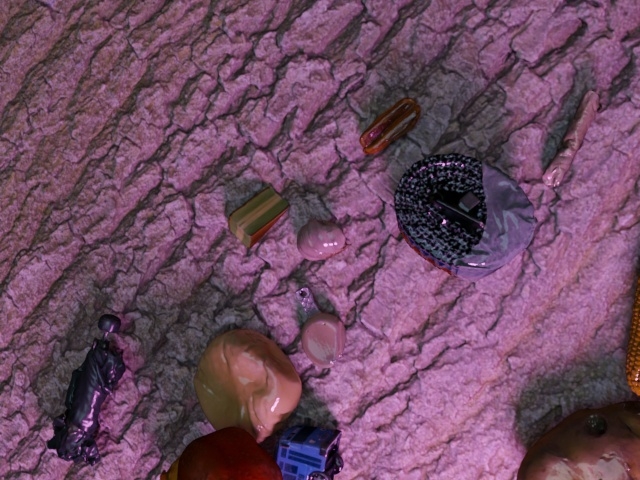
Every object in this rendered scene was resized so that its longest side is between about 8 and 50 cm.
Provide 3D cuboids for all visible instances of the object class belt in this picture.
[{"bbox_3d":[0.264,-0.045,1.162,0.258,0.150,0.207,30,89,12],"label":"belt"}]

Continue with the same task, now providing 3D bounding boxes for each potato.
[{"bbox_3d":[0.494,0.403,1.110,0.296,0.141,0.191,-40,69,9],"label":"potato"}]

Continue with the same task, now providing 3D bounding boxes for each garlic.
[{"bbox_3d":[-0.003,-0.003,1.273,0.113,0.074,0.094,-27,93,29],"label":"garlic"}]

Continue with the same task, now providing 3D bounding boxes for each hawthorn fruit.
[{"bbox_3d":[-0.160,0.475,1.160,0.253,0.205,0.205,33,101,49],"label":"hawthorn fruit"}]

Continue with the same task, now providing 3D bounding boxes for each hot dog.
[{"bbox_3d":[0.138,-0.226,1.249,0.144,0.038,0.062,-40,84,15],"label":"hot dog"}]

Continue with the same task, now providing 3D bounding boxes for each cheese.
[{"bbox_3d":[0.002,0.176,1.287,0.093,0.047,0.171,-7,88,14],"label":"cheese"},{"bbox_3d":[-0.160,0.304,1.305,0.226,0.117,0.214,42,105,16],"label":"cheese"}]

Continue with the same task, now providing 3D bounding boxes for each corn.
[{"bbox_3d":[0.597,0.144,1.097,0.102,0.101,0.310,6,86,15],"label":"corn"}]

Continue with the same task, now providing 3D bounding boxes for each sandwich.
[{"bbox_3d":[-0.131,-0.050,1.341,0.116,0.074,0.074,-39,79,-20],"label":"sandwich"}]

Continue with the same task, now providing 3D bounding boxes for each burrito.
[{"bbox_3d":[0.463,-0.185,1.155,0.041,0.045,0.185,23,96,-21],"label":"burrito"}]

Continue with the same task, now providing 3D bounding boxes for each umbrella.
[{"bbox_3d":[-0.510,0.333,1.406,0.143,0.094,0.348,18,94,21],"label":"umbrella"}]

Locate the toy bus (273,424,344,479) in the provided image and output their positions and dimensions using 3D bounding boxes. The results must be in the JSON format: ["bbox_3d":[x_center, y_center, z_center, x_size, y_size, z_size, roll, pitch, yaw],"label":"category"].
[{"bbox_3d":[-0.036,0.497,1.267,0.134,0.116,0.233,11,95,18],"label":"toy bus"}]

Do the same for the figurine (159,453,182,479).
[{"bbox_3d":[-0.223,0.545,1.319,0.246,0.131,0.156,32,134,11],"label":"figurine"}]
